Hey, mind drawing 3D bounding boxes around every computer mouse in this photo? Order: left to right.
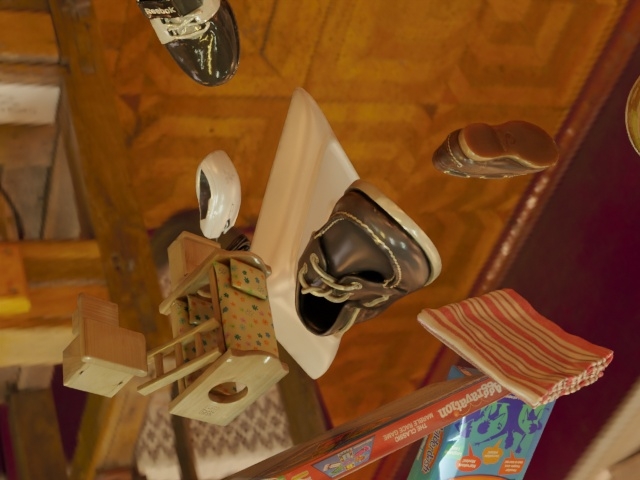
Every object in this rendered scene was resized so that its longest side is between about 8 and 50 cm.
[{"bbox_3d":[-0.142,-0.036,1.611,0.106,0.042,0.193,-33,134,-40],"label":"computer mouse"}]

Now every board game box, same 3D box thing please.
[{"bbox_3d":[0.045,0.186,1.062,0.281,0.027,0.145,-19,175,-32],"label":"board game box"},{"bbox_3d":[0.213,0.279,1.509,0.160,0.047,0.210,11,107,-30],"label":"board game box"}]

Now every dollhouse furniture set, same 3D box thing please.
[{"bbox_3d":[-0.125,0.036,0.927,0.161,0.182,0.101,21,131,-35],"label":"dollhouse furniture set"}]

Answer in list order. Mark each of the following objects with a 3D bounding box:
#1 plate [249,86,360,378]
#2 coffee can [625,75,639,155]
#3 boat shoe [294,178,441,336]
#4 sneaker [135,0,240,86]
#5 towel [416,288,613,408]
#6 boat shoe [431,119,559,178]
[{"bbox_3d":[0.000,0.000,1.365,0.045,0.278,0.277,5,156,22],"label":"plate"},{"bbox_3d":[0.561,-0.172,1.621,0.201,0.275,0.202,2,101,8],"label":"coffee can"},{"bbox_3d":[0.021,0.022,0.696,0.065,0.075,0.206,-44,174,-13],"label":"boat shoe"},{"bbox_3d":[-0.215,-0.354,1.545,0.122,0.146,0.331,-15,111,18],"label":"sneaker"},{"bbox_3d":[0.194,0.097,1.097,0.197,0.144,0.029,-7,127,-56],"label":"towel"},{"bbox_3d":[0.236,-0.120,1.513,0.207,0.073,0.073,2,154,-40],"label":"boat shoe"}]
